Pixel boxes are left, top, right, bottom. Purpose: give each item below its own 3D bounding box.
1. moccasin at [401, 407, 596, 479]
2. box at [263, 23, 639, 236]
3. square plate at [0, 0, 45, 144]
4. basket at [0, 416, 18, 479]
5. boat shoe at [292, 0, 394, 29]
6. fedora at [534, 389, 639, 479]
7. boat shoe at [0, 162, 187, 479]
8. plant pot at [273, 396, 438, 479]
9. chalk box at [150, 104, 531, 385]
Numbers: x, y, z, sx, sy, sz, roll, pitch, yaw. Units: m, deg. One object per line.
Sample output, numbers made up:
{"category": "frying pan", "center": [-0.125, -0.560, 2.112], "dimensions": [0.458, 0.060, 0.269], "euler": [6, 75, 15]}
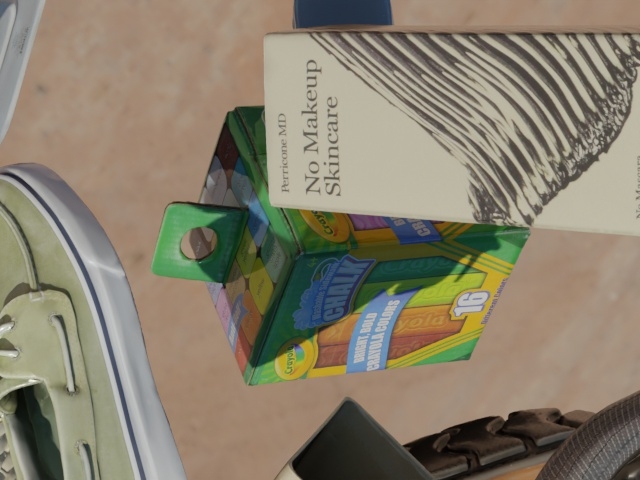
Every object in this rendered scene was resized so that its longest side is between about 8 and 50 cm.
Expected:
{"category": "moccasin", "center": [0.044, 0.235, 1.270], "dimensions": [0.380, 0.147, 0.139], "euler": [-30, -174, -5]}
{"category": "box", "center": [0.099, -0.067, 1.073], "dimensions": [0.094, 0.275, 0.113], "euler": [-12, 102, -50]}
{"category": "square plate", "center": [-0.367, -0.215, 2.008], "dimensions": [0.344, 0.049, 0.347], "euler": [-19, 127, -78]}
{"category": "basket", "center": [-0.297, 0.215, 1.701], "dimensions": [0.103, 0.113, 0.167], "euler": [-34, -164, 42]}
{"category": "boat shoe", "center": [0.020, -0.153, 1.971], "dimensions": [0.135, 0.156, 0.367], "euler": [-5, 122, 2]}
{"category": "fedora", "center": [0.191, 0.211, 0.960], "dimensions": [0.243, 0.275, 0.124], "euler": [-7, 166, -17]}
{"category": "boat shoe", "center": [-0.175, 0.084, 1.266], "dimensions": [0.094, 0.302, 0.109], "euler": [-9, 157, -41]}
{"category": "plant pot", "center": [0.009, 0.171, 1.053], "dimensions": [0.096, 0.109, 0.109], "euler": [-48, 177, 24]}
{"category": "chalk box", "center": [0.000, 0.000, 1.656], "dimensions": [0.289, 0.179, 0.180], "euler": [-6, 140, -24]}
